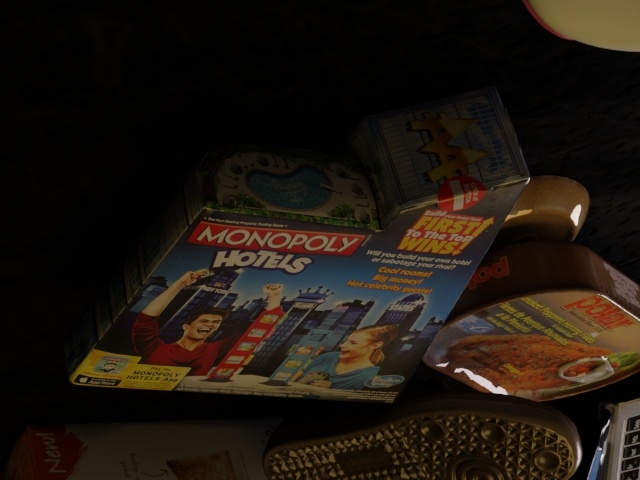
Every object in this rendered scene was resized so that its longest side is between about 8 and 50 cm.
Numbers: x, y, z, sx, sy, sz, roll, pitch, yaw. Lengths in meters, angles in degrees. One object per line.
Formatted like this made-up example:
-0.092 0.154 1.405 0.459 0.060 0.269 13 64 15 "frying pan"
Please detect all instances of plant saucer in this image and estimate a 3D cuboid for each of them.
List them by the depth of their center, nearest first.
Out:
0.103 -0.003 1.032 0.083 0.015 0.083 -12 149 -8 "plant saucer"

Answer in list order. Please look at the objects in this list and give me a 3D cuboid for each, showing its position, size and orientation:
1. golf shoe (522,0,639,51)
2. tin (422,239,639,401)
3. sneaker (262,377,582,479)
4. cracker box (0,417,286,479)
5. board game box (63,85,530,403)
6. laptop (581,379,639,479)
0.209 -0.127 0.723 0.306 0.115 0.140 -10 -165 23 "golf shoe"
0.121 0.046 1.078 0.106 0.040 0.190 -19 157 22 "tin"
0.057 0.098 1.077 0.188 0.071 0.066 -6 122 29 "sneaker"
-0.052 0.181 1.109 0.232 0.155 0.067 0 145 -27 "cracker box"
0.000 0.000 0.945 0.194 0.060 0.194 7 140 -34 "board game box"
0.269 0.269 1.331 0.408 0.236 0.382 -15 149 -4 "laptop"
